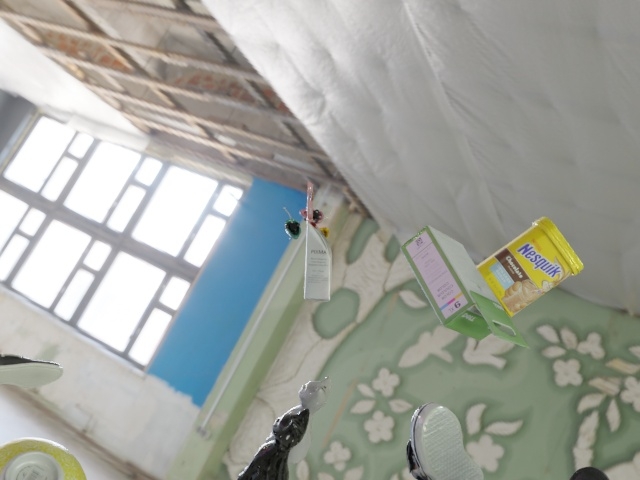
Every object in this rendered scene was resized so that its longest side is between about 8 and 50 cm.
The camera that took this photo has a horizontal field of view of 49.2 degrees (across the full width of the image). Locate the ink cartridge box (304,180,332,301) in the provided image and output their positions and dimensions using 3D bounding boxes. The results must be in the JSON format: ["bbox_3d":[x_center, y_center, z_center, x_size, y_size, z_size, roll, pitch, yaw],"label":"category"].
[{"bbox_3d":[0.000,0.000,1.432,0.066,0.232,0.189,6,2,2],"label":"ink cartridge box"}]

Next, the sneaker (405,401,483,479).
[{"bbox_3d":[0.233,0.442,1.472,0.127,0.126,0.321,16,-35,44],"label":"sneaker"}]

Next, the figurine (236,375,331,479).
[{"bbox_3d":[-0.055,0.383,1.393,0.092,0.209,0.215,31,27,9],"label":"figurine"}]

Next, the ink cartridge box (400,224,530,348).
[{"bbox_3d":[0.208,0.083,1.028,0.109,0.062,0.209,25,30,-46],"label":"ink cartridge box"}]

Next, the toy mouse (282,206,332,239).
[{"bbox_3d":[-0.041,-0.039,1.790,0.143,0.161,0.031,32,-37,12],"label":"toy mouse"}]

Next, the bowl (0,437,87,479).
[{"bbox_3d":[-0.653,0.557,1.567,0.289,0.289,0.156,29,-49,-6],"label":"bowl"}]

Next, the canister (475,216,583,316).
[{"bbox_3d":[0.399,0.053,1.353,0.126,0.170,0.073,54,4,-2],"label":"canister"}]

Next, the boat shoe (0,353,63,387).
[{"bbox_3d":[-0.394,0.163,0.893,0.125,0.046,0.038,1,38,-36],"label":"boat shoe"}]

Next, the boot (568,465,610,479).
[{"bbox_3d":[0.513,0.521,1.269,0.091,0.263,0.229,-5,-4,32],"label":"boot"}]
